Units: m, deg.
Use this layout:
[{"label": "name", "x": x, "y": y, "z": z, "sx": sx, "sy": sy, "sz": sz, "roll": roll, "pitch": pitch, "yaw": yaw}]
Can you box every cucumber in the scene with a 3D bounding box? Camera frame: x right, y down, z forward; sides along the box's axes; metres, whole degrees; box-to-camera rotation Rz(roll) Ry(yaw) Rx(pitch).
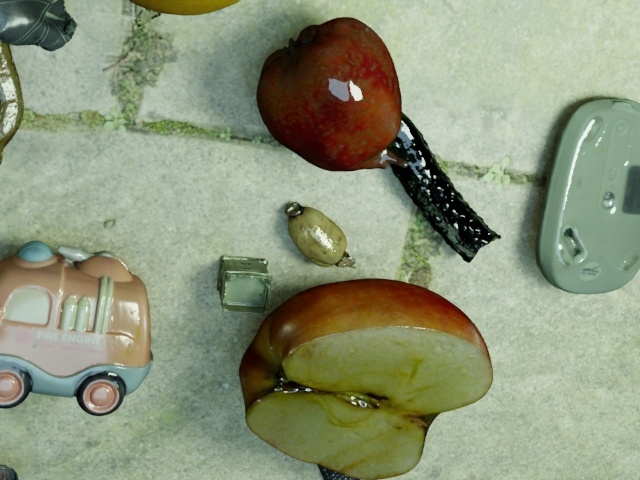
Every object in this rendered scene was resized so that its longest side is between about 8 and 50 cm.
[{"label": "cucumber", "x": 0.174, "y": -0.086, "z": 1.500, "sx": 0.081, "sy": 0.072, "sz": 0.303, "roll": -39, "pitch": 113, "yaw": 8}]

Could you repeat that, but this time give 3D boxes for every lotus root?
[{"label": "lotus root", "x": 0.000, "y": 0.000, "z": 1.505, "sx": 0.152, "sy": 0.063, "sz": 0.072, "roll": 40, "pitch": 89, "yaw": -19}]

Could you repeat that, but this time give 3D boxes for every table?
[{"label": "table", "x": -0.119, "y": 0.070, "z": 1.495, "sx": 0.079, "sy": 0.083, "sz": 0.062, "roll": 5, "pitch": 111, "yaw": -13}]

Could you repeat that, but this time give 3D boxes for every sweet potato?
[{"label": "sweet potato", "x": -0.456, "y": -0.222, "z": 1.312, "sx": 0.081, "sy": 0.062, "sz": 0.233, "roll": -22, "pitch": 113, "yaw": -40}]

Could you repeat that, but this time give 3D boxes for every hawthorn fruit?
[{"label": "hawthorn fruit", "x": 0.033, "y": -0.188, "z": 1.356, "sx": 0.208, "sy": 0.208, "sz": 0.248, "roll": -38, "pitch": 106, "yaw": 5}]

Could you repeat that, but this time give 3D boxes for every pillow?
[{"label": "pillow", "x": -0.458, "y": -0.368, "z": 1.213, "sx": 0.335, "sy": 0.161, "sz": 0.092, "roll": 43, "pitch": 132, "yaw": -21}]

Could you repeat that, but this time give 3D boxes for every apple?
[{"label": "apple", "x": 0.064, "y": 0.219, "z": 1.490, "sx": 0.364, "sy": 0.295, "sz": 0.329, "roll": 17, "pitch": 85, "yaw": -22}]

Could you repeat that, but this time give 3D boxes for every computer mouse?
[{"label": "computer mouse", "x": 0.456, "y": -0.070, "z": 1.557, "sx": 0.197, "sy": 0.095, "sz": 0.331, "roll": 6, "pitch": 102, "yaw": -16}]

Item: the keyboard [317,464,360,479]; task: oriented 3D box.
[{"label": "keyboard", "x": 0.037, "y": 0.428, "z": 1.714, "sx": 0.063, "sy": 0.010, "sz": 0.198, "roll": -23, "pitch": 115, "yaw": -4}]

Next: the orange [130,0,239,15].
[{"label": "orange", "x": -0.170, "y": -0.416, "z": 1.192, "sx": 0.274, "sy": 0.274, "sz": 0.274, "roll": -4, "pitch": 112, "yaw": -10}]

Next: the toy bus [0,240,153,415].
[{"label": "toy bus", "x": -0.384, "y": 0.121, "z": 1.408, "sx": 0.287, "sy": 0.194, "sz": 0.232, "roll": 11, "pitch": 101, "yaw": -15}]

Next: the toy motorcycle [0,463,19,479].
[{"label": "toy motorcycle", "x": -0.604, "y": 0.331, "z": 1.474, "sx": 0.207, "sy": 0.134, "sz": 0.401, "roll": -15, "pitch": 115, "yaw": -6}]
